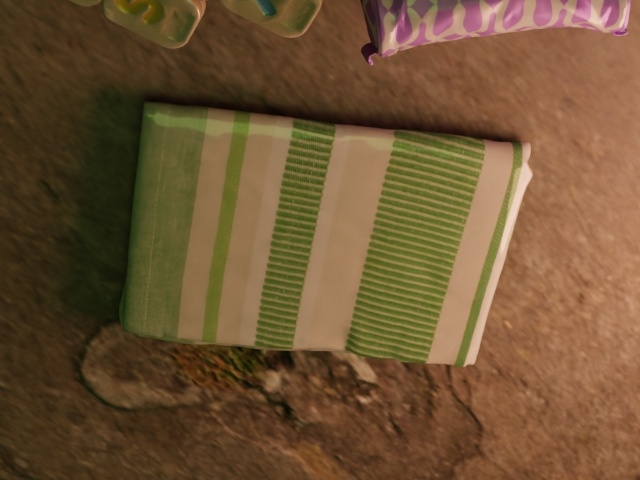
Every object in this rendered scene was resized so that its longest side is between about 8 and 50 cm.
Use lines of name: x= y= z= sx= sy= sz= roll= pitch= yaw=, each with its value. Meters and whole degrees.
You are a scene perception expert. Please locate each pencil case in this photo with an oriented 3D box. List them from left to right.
pencil case: x=0.126 y=-0.182 z=1.101 sx=0.206 sy=0.086 sz=0.088 roll=-7 pitch=117 yaw=-1

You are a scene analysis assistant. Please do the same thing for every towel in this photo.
towel: x=0.000 y=0.000 z=1.271 sx=0.325 sy=0.038 sz=0.247 roll=5 pitch=127 yaw=-9

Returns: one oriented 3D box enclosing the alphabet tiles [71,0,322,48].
alphabet tiles: x=-0.105 y=-0.246 z=1.002 sx=0.278 sy=0.021 sz=0.284 roll=27 pitch=139 yaw=-11
